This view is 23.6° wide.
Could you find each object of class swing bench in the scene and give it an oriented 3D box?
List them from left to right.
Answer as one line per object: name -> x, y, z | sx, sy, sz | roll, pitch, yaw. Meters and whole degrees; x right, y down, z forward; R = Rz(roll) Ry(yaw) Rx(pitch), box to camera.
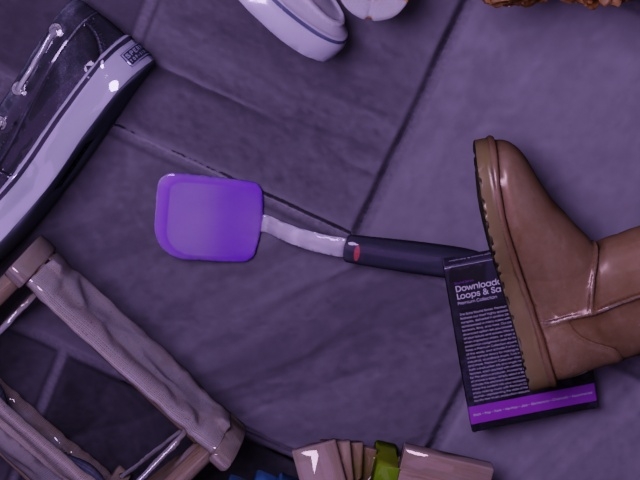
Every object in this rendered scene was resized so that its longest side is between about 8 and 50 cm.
swing bench -> -0.236, 0.156, 1.397 | 0.253, 0.165, 0.255 | 45, 107, -8

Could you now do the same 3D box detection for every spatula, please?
spatula -> 0.000, 0.000, 1.356 | 0.296, 0.030, 0.084 | 11, 114, 6

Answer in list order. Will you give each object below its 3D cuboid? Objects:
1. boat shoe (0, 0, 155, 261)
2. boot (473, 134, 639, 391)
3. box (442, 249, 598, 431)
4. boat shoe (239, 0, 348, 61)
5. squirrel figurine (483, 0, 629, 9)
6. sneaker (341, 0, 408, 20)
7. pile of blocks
boat shoe -> -0.275, -0.074, 1.336 | 0.105, 0.113, 0.306 | 40, 111, 0
boot -> 0.275, -0.008, 1.259 | 0.270, 0.089, 0.236 | -16, 111, 5
box -> 0.176, 0.082, 1.345 | 0.116, 0.029, 0.162 | -11, 111, 1
boat shoe -> -0.053, -0.260, 1.227 | 0.084, 0.095, 0.258 | -36, 103, 26
squirrel figurine -> 0.280, -0.269, 1.105 | 0.397, 0.281, 0.370 | 2, 123, 25
sneaker -> 0.045, -0.285, 1.208 | 0.084, 0.083, 0.214 | 8, 108, 8
pile of blocks -> -0.020, 0.251, 1.418 | 0.362, 0.112, 0.149 | -11, 98, 2
